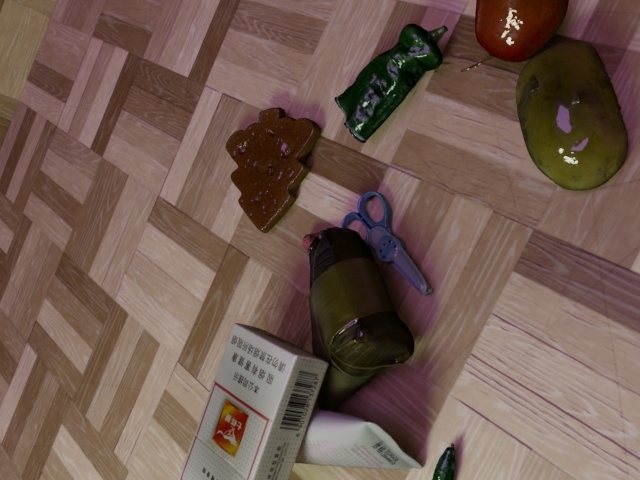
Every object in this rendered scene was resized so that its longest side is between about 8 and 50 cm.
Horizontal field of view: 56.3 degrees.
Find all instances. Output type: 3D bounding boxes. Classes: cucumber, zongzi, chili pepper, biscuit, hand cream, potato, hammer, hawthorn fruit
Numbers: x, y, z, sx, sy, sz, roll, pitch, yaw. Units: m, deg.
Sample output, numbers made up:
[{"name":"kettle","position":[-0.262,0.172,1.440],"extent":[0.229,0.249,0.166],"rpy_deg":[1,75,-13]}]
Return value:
[{"name":"cucumber","position":[0.213,0.427,1.054],"extent":[0.037,0.037,0.155],"rpy_deg":[21,95,37]},{"name":"zongzi","position":[0.022,0.166,1.202],"extent":[0.317,0.154,0.289],"rpy_deg":[-56,40,39]},{"name":"chili pepper","position":[0.150,-0.337,1.221],"extent":[0.270,0.099,0.136],"rpy_deg":[-44,33,28]},{"name":"biscuit","position":[-0.124,-0.166,1.420],"extent":[0.278,0.043,0.301],"rpy_deg":[3,84,35]},{"name":"hand cream","position":[0.003,0.376,1.154],"extent":[0.359,0.185,0.118],"rpy_deg":[-8,43,38]},{"name":"potato","position":[0.404,-0.218,0.998],"extent":[0.160,0.111,0.271],"rpy_deg":[-18,71,31]},{"name":"hammer","position":[0.000,0.000,1.297],"extent":[0.083,0.043,0.043],"rpy_deg":[-11,75,36]},{"name":"hawthorn fruit","position":[0.340,-0.380,1.063],"extent":[0.163,0.163,0.203],"rpy_deg":[37,120,36]}]

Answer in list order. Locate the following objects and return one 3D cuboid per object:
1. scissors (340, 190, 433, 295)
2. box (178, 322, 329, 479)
[{"name":"scissors","position":[0.137,0.015,1.198],"extent":[0.125,0.030,0.256],"rpy_deg":[-51,55,20]},{"name":"box","position":[-0.130,0.346,1.128],"extent":[0.210,0.095,0.330],"rpy_deg":[16,86,49]}]
